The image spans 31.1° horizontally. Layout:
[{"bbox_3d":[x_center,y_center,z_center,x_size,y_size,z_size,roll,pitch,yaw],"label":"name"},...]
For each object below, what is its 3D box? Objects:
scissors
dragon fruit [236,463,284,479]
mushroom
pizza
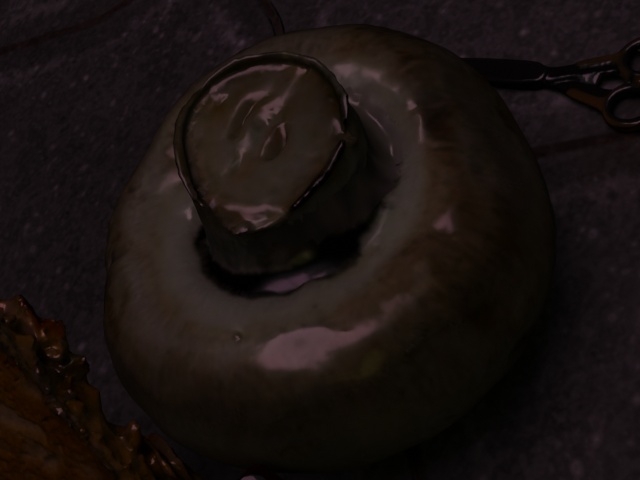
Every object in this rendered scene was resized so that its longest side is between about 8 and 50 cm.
[{"bbox_3d":[0.187,-0.139,0.972,0.220,0.017,0.088,11,71,35],"label":"scissors"},{"bbox_3d":[-0.061,0.339,0.751,0.286,0.228,0.329,31,68,4],"label":"dragon fruit"},{"bbox_3d":[0.000,0.000,0.835,0.352,0.260,0.352,-9,58,15],"label":"mushroom"},{"bbox_3d":[-0.219,0.173,0.888,0.251,0.287,0.074,-26,15,35],"label":"pizza"}]
